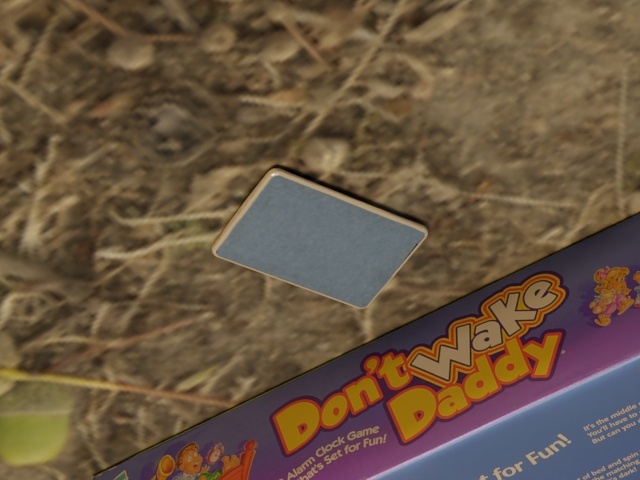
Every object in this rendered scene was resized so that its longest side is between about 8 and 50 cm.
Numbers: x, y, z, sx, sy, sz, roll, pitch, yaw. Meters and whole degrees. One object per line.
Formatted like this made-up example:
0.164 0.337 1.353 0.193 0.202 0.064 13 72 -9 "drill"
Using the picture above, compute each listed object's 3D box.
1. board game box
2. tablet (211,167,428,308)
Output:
0.099 0.133 0.931 0.347 0.078 0.233 -26 132 11 "board game box"
0.000 0.000 0.838 0.083 0.006 0.054 21 124 -27 "tablet"
